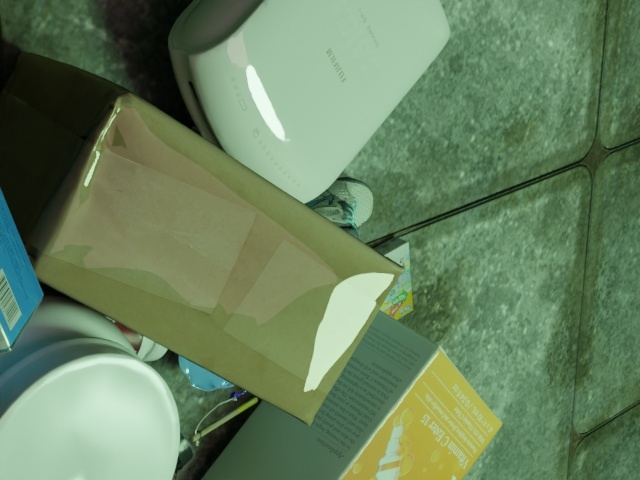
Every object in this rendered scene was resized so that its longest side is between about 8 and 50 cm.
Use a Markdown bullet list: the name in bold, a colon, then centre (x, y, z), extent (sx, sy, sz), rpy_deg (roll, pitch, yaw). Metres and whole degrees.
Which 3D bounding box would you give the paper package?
- **paper package**: centre (-0.140, -0.010, 1.221), extent (0.325, 0.309, 0.168), rpy_deg (32, 88, -31)

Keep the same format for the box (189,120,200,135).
- **box**: centre (-0.071, -0.180, 1.472), extent (0.114, 0.036, 0.207), rpy_deg (12, 97, -48)

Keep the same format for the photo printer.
- **photo printer**: centre (-0.013, -0.204, 1.412), extent (0.307, 0.107, 0.256), rpy_deg (-50, 136, -20)

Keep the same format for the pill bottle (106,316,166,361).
- **pill bottle**: centre (-0.229, 0.090, 1.381), extent (0.152, 0.086, 0.086), rpy_deg (6, 102, -48)

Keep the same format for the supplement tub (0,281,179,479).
- **supplement tub**: centre (-0.297, 0.135, 1.147), extent (0.235, 0.325, 0.235), rpy_deg (-20, 120, -40)

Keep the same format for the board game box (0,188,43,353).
- **board game box**: centre (-0.397, -0.041, 0.961), extent (0.086, 0.302, 0.308), rpy_deg (-75, 151, -64)

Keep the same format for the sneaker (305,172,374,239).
- **sneaker**: centre (0.000, 0.000, 1.535), extent (0.283, 0.122, 0.110), rpy_deg (-30, 125, -53)

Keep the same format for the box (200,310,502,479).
- **box**: centre (0.027, 0.277, 1.643), extent (0.345, 0.168, 0.215), rpy_deg (-52, 138, -10)

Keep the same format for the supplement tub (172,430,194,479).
- **supplement tub**: centre (-0.228, 0.273, 1.445), extent (0.198, 0.106, 0.106), rpy_deg (-44, 133, -26)

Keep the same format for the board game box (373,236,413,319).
- **board game box**: centre (0.055, 0.072, 1.718), extent (0.154, 0.026, 0.103), rpy_deg (-29, 125, -36)

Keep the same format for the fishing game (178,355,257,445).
- **fishing game**: centre (-0.119, 0.077, 1.505), extent (0.189, 0.041, 0.264), rpy_deg (-33, 121, -57)
